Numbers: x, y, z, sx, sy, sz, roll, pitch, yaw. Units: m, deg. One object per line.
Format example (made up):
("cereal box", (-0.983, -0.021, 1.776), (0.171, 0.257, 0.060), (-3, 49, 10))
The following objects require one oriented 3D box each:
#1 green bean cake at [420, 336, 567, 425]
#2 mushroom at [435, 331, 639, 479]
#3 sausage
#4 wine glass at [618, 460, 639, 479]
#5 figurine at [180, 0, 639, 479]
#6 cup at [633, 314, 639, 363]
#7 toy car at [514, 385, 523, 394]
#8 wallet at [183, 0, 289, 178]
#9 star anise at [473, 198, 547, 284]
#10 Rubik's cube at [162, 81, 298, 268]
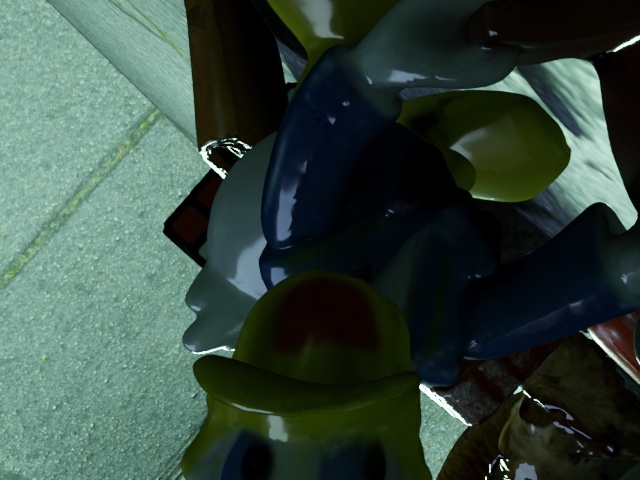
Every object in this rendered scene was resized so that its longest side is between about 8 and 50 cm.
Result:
("green bean cake", (0.128, 0.072, 1.020), (0.056, 0.135, 0.136), (43, 176, -22))
("mushroom", (0.245, 0.290, 1.193), (0.331, 0.334, 0.356), (41, -173, 19))
("sausage", (0.220, 0.078, 0.838), (0.145, 0.050, 0.048), (42, -142, -15))
("wine glass", (0.258, 0.240, 0.996), (0.103, 0.222, 0.103), (42, 178, 2))
("figurine", (0.043, 0.022, 0.474), (0.204, 0.338, 0.283), (36, 145, -22))
("cup", (0.221, 0.063, 0.714), (0.083, 0.075, 0.054), (40, -145, -59))
("toy car", (0.174, 0.122, 1.450), (0.191, 0.100, 0.097), (34, 170, 29))
("wallet", (-0.059, -0.110, 0.908), (0.195, 0.042, 0.161), (43, -146, -72))
("star anise", (0.061, -0.020, 0.905), (0.236, 0.109, 0.223), (41, 173, 37))
("Rubik's cube", (0.000, 0.000, 1.147), (0.187, 0.182, 0.184), (39, 177, 19))
